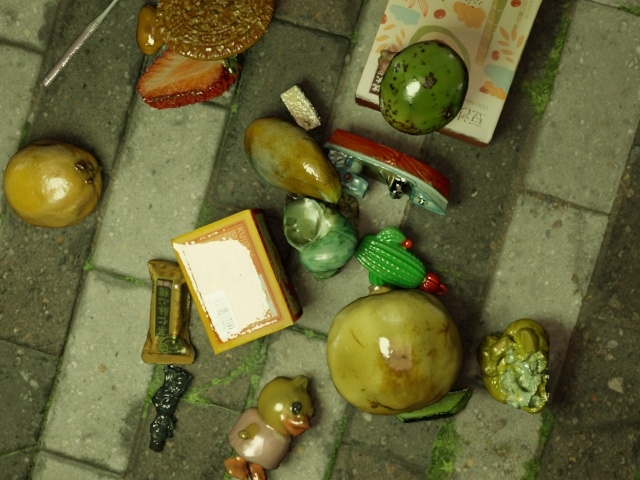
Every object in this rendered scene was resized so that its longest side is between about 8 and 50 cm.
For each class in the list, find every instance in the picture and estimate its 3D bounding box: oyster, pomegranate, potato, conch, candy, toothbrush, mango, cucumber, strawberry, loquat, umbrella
[{"bbox_3d":[-0.001,-0.029,1.817,0.198,0.092,0.260,6,89,-1],"label":"oyster"},{"bbox_3d":[0.173,0.255,1.722,0.332,0.332,0.333,0,92,3],"label":"pomegranate"},{"bbox_3d":[-0.049,-0.327,1.811,0.061,0.086,0.122,-33,96,1],"label":"potato"},{"bbox_3d":[0.000,-0.002,1.712,0.175,0.122,0.188,-1,77,6],"label":"conch"},{"bbox_3d":[-0.377,0.188,1.835,0.143,0.101,0.272,7,98,8],"label":"candy"},{"bbox_3d":[-0.597,-0.533,1.855,0.024,0.029,0.354,42,94,14],"label":"toothbrush"},{"bbox_3d":[0.207,-0.356,1.636,0.214,0.214,0.248,-47,57,3],"label":"pomegranate"},{"bbox_3d":[-0.066,-0.188,1.730,0.146,0.193,0.316,-40,52,-14],"label":"mango"},{"bbox_3d":[-0.430,-0.533,1.832,0.077,0.063,0.127,-2,91,11],"label":"mango"},{"bbox_3d":[0.281,0.423,1.830,0.220,0.070,0.046,-11,121,5],"label":"cucumber"},{"bbox_3d":[-0.309,-0.413,1.801,0.286,0.106,0.188,-29,67,0],"label":"strawberry"},{"bbox_3d":[-0.658,-0.140,1.790,0.238,0.193,0.238,1,98,10],"label":"loquat"},{"bbox_3d":[-0.400,0.433,1.859,0.080,0.071,0.224,21,98,30],"label":"umbrella"}]

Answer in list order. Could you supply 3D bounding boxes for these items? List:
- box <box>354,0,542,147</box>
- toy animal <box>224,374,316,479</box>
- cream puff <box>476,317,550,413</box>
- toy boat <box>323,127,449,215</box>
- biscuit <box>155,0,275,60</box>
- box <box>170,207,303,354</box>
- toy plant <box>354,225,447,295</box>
[{"bbox_3d":[0.307,-0.466,1.770,0.344,0.122,0.385,20,93,1],"label":"box"},{"bbox_3d":[-0.116,0.455,1.805,0.281,0.195,0.169,-49,49,7],"label":"toy animal"},{"bbox_3d":[0.471,0.295,1.771,0.194,0.195,0.221,1,104,3],"label":"cream puff"},{"bbox_3d":[0.157,-0.146,1.772,0.331,0.145,0.133,23,82,7],"label":"toy boat"},{"bbox_3d":[-0.259,-0.566,1.775,0.305,0.038,0.305,-3,65,6],"label":"biscuit"},{"bbox_3d":[-0.188,0.086,1.742,0.213,0.259,0.284,-20,91,4],"label":"box"},{"bbox_3d":[0.189,0.074,1.813,0.154,0.088,0.240,-33,105,18],"label":"toy plant"}]
